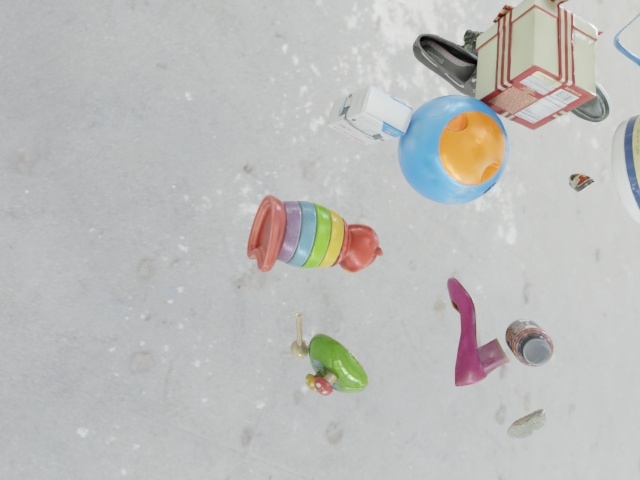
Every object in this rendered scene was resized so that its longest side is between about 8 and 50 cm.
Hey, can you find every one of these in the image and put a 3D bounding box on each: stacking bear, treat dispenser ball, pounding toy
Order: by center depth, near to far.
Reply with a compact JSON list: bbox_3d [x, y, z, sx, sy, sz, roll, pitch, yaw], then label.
[{"bbox_3d":[0.000,0.000,1.411,0.289,0.175,0.164,11,99,-21],"label":"stacking bear"},{"bbox_3d":[-0.004,0.317,1.519,0.110,0.237,0.183,-42,153,-26],"label":"pounding toy"},{"bbox_3d":[0.349,-0.238,1.627,0.288,0.288,0.288,1,88,-43],"label":"treat dispenser ball"}]

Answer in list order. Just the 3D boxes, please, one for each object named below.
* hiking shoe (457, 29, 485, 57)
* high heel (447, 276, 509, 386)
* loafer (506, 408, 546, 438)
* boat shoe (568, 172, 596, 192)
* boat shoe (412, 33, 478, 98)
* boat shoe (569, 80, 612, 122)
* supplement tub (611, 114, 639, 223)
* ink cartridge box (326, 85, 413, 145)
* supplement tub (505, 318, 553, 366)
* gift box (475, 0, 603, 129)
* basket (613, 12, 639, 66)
[{"bbox_3d":[0.556,-0.692,2.141,0.114,0.227,0.086,43,46,-21],"label":"hiking shoe"},{"bbox_3d":[0.440,0.282,1.970,0.181,0.377,0.127,-30,130,8],"label":"high heel"},{"bbox_3d":[0.516,0.457,1.528,0.045,0.125,0.039,40,46,1],"label":"loafer"},{"bbox_3d":[0.653,-0.148,1.538,0.043,0.049,0.137,62,13,1],"label":"boat shoe"},{"bbox_3d":[0.437,-0.544,1.933,0.335,0.095,0.112,32,93,6],"label":"boat shoe"},{"bbox_3d":[0.762,-0.462,1.865,0.335,0.121,0.119,36,32,-15],"label":"boat shoe"},{"bbox_3d":[0.734,-0.155,1.124,0.228,0.316,0.228,9,76,-41],"label":"supplement tub"},{"bbox_3d":[0.126,-0.323,1.608,0.140,0.191,0.082,22,78,-25],"label":"ink cartridge box"},{"bbox_3d":[0.562,0.276,1.646,0.198,0.106,0.106,-18,104,-82],"label":"supplement tub"},{"bbox_3d":[0.589,-0.483,1.624,0.255,0.276,0.258,19,66,-27],"label":"gift box"},{"bbox_3d":[0.929,-0.501,1.560,0.201,0.255,0.289,-35,78,-23],"label":"basket"}]
